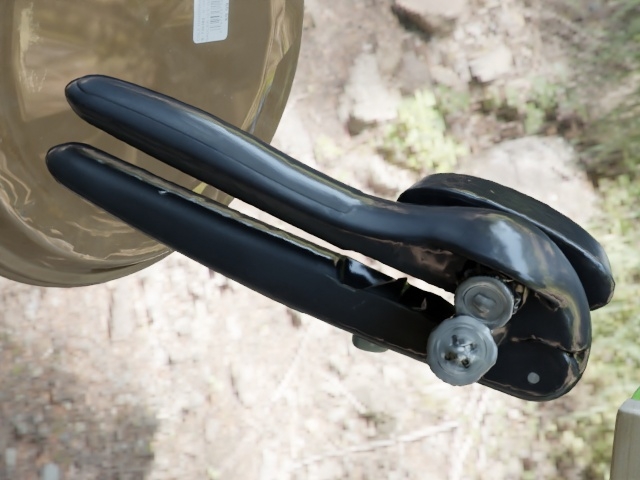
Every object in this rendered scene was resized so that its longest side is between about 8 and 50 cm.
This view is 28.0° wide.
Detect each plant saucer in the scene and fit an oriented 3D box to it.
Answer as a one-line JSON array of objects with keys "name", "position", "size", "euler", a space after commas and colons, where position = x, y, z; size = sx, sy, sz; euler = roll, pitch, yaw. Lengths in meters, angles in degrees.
[{"name": "plant saucer", "position": [-0.096, -0.106, 0.640], "size": [0.278, 0.041, 0.278], "euler": [-25, 123, -46]}]

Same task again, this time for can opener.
[{"name": "can opener", "position": [0.000, 0.000, 0.403], "size": [0.073, 0.186, 0.059], "euler": [-61, 169, -72]}]

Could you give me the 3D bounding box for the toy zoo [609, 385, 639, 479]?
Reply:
[{"name": "toy zoo", "position": [0.201, 0.122, 0.660], "size": [0.293, 0.030, 0.192], "euler": [-29, 125, -55]}]
